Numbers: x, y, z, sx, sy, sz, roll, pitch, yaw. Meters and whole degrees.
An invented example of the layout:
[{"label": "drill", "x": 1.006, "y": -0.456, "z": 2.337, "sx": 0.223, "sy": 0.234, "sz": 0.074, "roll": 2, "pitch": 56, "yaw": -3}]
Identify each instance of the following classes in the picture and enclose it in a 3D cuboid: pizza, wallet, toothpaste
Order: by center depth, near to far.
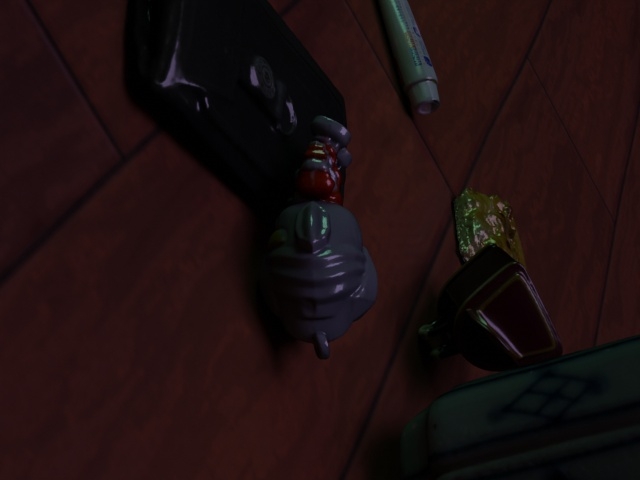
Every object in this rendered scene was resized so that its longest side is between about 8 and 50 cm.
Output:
[{"label": "wallet", "x": -0.044, "y": -0.102, "z": 1.063, "sx": 0.245, "sy": 0.052, "sz": 0.168, "roll": 44, "pitch": 35, "yaw": -44}, {"label": "pizza", "x": 0.163, "y": 0.009, "z": 1.399, "sx": 0.099, "sy": 0.036, "sz": 0.160, "roll": 47, "pitch": 30, "yaw": -37}, {"label": "toothpaste", "x": 0.073, "y": -0.214, "z": 1.433, "sx": 0.052, "sy": 0.033, "sz": 0.218, "roll": 35, "pitch": 35, "yaw": -56}]

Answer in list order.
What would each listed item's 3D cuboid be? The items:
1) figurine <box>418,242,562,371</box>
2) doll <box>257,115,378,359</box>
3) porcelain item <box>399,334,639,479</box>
[{"label": "figurine", "x": 0.125, "y": 0.063, "z": 1.187, "sx": 0.154, "sy": 0.098, "sz": 0.082, "roll": -94, "pitch": 159, "yaw": -81}, {"label": "doll", "x": 0.000, "y": 0.000, "z": 1.009, "sx": 0.094, "sy": 0.079, "sz": 0.180, "roll": 85, "pitch": 8, "yaw": -58}, {"label": "porcelain item", "x": 0.219, "y": 0.170, "z": 1.061, "sx": 0.281, "sy": 0.286, "sz": 0.157, "roll": 24, "pitch": 53, "yaw": -54}]
